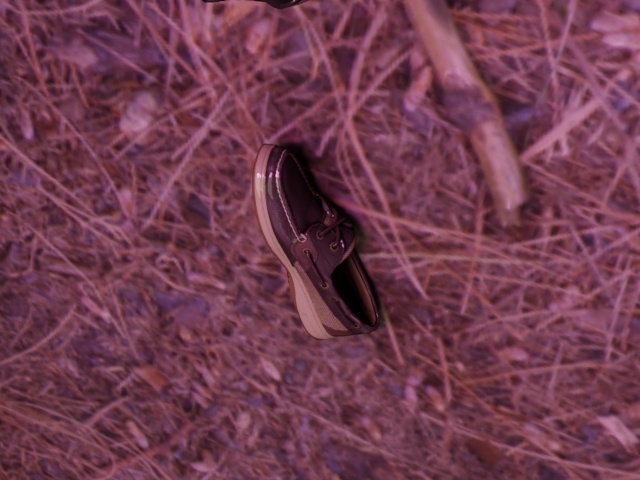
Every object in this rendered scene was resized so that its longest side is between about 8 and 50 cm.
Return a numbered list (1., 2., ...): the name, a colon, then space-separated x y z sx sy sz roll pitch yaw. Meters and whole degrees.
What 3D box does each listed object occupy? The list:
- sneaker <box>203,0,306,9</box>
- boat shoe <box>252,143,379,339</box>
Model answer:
1. sneaker: 0.003 -0.156 1.003 0.178 0.077 0.072 -8 122 33
2. boat shoe: 0.000 0.000 1.152 0.049 0.056 0.152 -2 134 24
